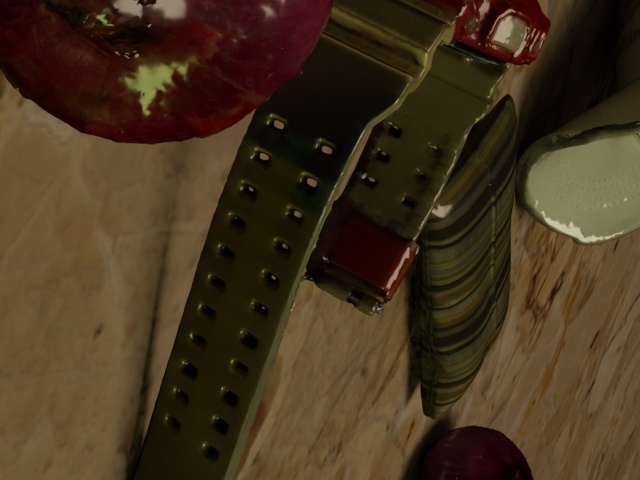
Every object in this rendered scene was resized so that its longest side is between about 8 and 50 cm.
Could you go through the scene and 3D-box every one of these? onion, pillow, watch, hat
[{"bbox_3d":[-0.050,-0.077,0.402,0.097,0.107,0.107,-60,161,-58],"label":"onion"},{"bbox_3d":[0.095,0.015,0.915,0.113,0.038,0.203,-53,153,-34],"label":"pillow"},{"bbox_3d":[0.005,-0.007,0.634,0.165,0.102,0.268,-26,141,-62],"label":"watch"},{"bbox_3d":[0.117,0.191,1.044,0.115,0.104,0.115,-11,104,-50],"label":"onion"},{"bbox_3d":[0.250,-0.131,1.056,0.301,0.168,0.258,-30,158,-23],"label":"hat"}]
